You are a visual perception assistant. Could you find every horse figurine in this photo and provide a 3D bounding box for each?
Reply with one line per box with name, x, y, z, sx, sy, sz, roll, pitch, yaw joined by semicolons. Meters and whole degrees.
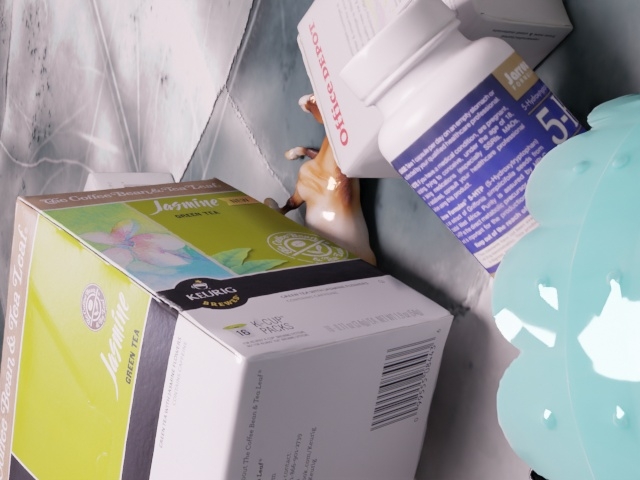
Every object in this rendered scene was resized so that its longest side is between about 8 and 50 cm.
horse figurine;0.000;0.000;1.153;0.174;0.066;0.263;165;103;-64

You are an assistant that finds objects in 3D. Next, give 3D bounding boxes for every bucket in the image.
bucket;0.235;0.049;0.556;0.183;0.281;0.281;-11;81;58

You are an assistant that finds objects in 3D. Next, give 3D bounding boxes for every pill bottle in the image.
pill bottle;0.104;-0.068;0.843;0.186;0.112;0.112;48;143;-2

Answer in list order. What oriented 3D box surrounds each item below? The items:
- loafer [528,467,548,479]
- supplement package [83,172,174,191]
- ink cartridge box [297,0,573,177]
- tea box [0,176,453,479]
loafer;0.212;0.117;0.775;0.223;0.078;0.076;-43;55;52
supplement package;-0.234;0.018;1.514;0.105;0.105;0.179;62;141;37
ink cartridge box;0.078;-0.165;0.986;0.212;0.093;0.154;-47;51;48
tea box;-0.101;0.156;1.068;0.324;0.220;0.328;30;118;41
